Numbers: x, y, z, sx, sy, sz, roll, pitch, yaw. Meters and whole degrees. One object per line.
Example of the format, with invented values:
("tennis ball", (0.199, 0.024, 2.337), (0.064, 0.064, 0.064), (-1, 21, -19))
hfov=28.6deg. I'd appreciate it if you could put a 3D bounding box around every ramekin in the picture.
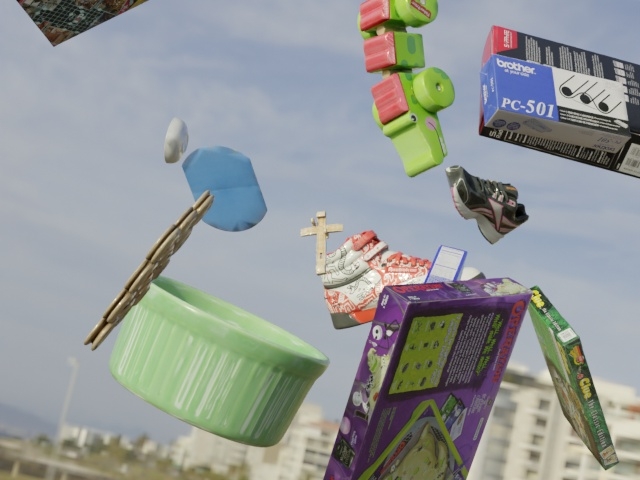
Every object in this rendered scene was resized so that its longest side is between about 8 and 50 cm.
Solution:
("ramekin", (-0.153, 0.173, 1.792), (0.303, 0.148, 0.303), (25, 0, 0))

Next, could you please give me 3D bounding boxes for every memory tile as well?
("memory tile", (-0.146, 0.026, 1.078), (0.012, 0.148, 0.113), (39, 29, -1))

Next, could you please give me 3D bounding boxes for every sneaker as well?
("sneaker", (0.242, -0.065, 1.807), (0.077, 0.072, 0.178), (-27, -34, 20))
("sneaker", (0.123, 0.045, 2.038), (0.270, 0.145, 0.090), (-17, 0, 22))

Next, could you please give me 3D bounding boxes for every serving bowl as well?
("serving bowl", (-0.251, -0.174, 2.218), (0.027, 0.083, 0.083), (12, -11, 6))

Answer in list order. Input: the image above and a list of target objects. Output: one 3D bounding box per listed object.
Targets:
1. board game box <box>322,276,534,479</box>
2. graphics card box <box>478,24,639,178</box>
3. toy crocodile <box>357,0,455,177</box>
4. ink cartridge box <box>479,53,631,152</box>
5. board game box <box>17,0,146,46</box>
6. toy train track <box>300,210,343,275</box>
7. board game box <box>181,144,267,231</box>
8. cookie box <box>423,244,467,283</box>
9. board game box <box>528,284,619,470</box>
("board game box", (0.105, 0.208, 1.393), (0.208, 0.346, 0.056), (1, 23, -39))
("graphics card box", (0.442, -0.217, 2.041), (0.371, 0.232, 0.094), (14, -53, -2))
("toy crocodile", (0.108, -0.260, 1.810), (0.105, 0.340, 0.115), (-5, -8, -41))
("ink cartridge box", (0.326, -0.190, 1.748), (0.207, 0.097, 0.046), (10, -32, -16))
("board game box", (-0.342, -0.407, 1.878), (0.243, 0.042, 0.165), (-23, -46, 12))
("toy train track", (0.000, 0.000, 1.365), (0.048, 0.083, 0.014), (-8, -36, 11))
("board game box", (-0.160, -0.096, 2.183), (0.133, 0.033, 0.168), (-7, -63, 25))
("cookie box", (0.151, 0.072, 1.606), (0.040, 0.107, 0.091), (17, -54, 10))
("board game box", (0.356, 0.196, 1.782), (0.030, 0.136, 0.259), (-25, -55, -1))
